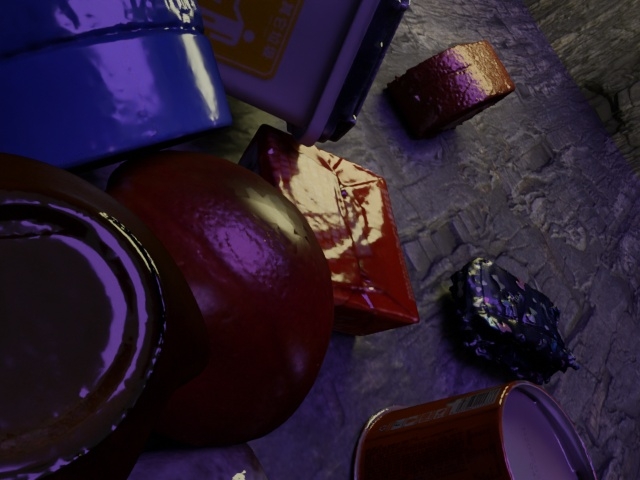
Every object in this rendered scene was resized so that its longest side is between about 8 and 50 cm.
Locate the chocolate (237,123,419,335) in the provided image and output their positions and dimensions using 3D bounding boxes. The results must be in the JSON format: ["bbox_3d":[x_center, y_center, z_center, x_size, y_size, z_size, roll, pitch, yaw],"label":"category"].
[{"bbox_3d":[0.000,0.000,0.846,0.235,0.108,0.237,17,50,-40],"label":"chocolate"}]

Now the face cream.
[{"bbox_3d":[-0.223,-0.169,0.547,0.249,0.249,0.225,-33,110,-54],"label":"face cream"}]

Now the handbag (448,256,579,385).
[{"bbox_3d":[0.317,0.145,1.091,0.260,0.113,0.162,29,38,-30],"label":"handbag"}]

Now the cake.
[{"bbox_3d":[0.274,-0.315,1.338,0.283,0.177,0.150,-22,81,-52],"label":"cake"}]

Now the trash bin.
[{"bbox_3d":[-0.110,-0.303,0.796,0.368,0.255,0.296,16,24,-20],"label":"trash bin"}]

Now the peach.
[{"bbox_3d":[-0.102,0.053,0.584,0.275,0.245,0.248,45,47,-17],"label":"peach"}]

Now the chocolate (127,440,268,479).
[{"bbox_3d":[-0.138,0.257,0.505,0.303,0.100,0.185,-7,72,-49],"label":"chocolate"}]

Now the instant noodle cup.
[{"bbox_3d":[0.190,0.287,0.766,0.250,0.192,0.250,29,44,-32],"label":"instant noodle cup"}]

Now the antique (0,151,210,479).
[{"bbox_3d":[-0.181,0.060,0.333,0.278,0.129,0.223,-3,72,-49],"label":"antique"}]
